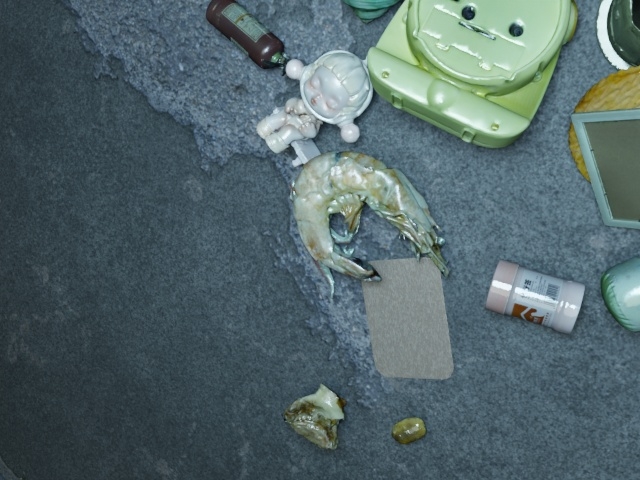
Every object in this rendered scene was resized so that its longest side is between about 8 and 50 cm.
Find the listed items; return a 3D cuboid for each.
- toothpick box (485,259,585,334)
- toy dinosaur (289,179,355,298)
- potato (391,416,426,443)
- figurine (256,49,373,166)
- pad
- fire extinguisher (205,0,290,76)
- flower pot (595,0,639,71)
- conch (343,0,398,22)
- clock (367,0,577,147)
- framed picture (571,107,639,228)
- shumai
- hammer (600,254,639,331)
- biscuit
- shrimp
[{"bbox_3d":[0.386,0.101,0.985,0.149,0.098,0.098,17,109,21],"label":"toothpick box"},{"bbox_3d":[0.000,0.000,1.173,0.167,0.053,0.242,11,107,24],"label":"toy dinosaur"},{"bbox_3d":[0.192,0.413,1.184,0.083,0.040,0.051,-34,91,29],"label":"potato"},{"bbox_3d":[0.010,-0.265,1.068,0.257,0.145,0.181,-34,66,30],"label":"figurine"},{"bbox_3d":[0.181,0.168,1.153,0.176,0.002,0.266,-5,100,27],"label":"pad"},{"bbox_3d":[-0.143,-0.412,1.119,0.231,0.099,0.071,44,121,12],"label":"fire extinguisher"},{"bbox_3d":[0.504,-0.335,0.773,0.212,0.203,0.212,7,105,28],"label":"flower pot"},{"bbox_3d":[0.101,-0.491,0.972,0.176,0.122,0.188,48,117,32],"label":"conch"},{"bbox_3d":[0.262,-0.352,0.884,0.286,0.117,0.348,28,94,9],"label":"clock"},{"bbox_3d":[0.530,-0.099,0.787,0.293,0.018,0.231,14,140,55],"label":"framed picture"},{"bbox_3d":[-0.002,0.387,1.234,0.146,0.145,0.116,32,95,16],"label":"shumai"},{"bbox_3d":[0.624,0.159,0.887,0.206,0.119,0.335,-30,95,30],"label":"hammer"},{"bbox_3d":[0.510,-0.156,0.834,0.254,0.035,0.254,28,148,20],"label":"biscuit"},{"bbox_3d":[0.100,-0.026,1.074,0.360,0.085,0.247,36,107,2],"label":"shrimp"}]
